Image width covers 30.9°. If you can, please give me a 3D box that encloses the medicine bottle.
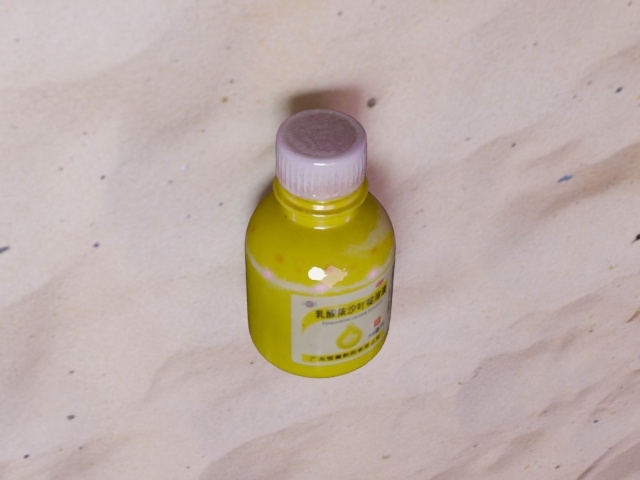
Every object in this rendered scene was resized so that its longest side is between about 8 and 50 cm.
[{"bbox_3d":[0.000,0.000,0.917,0.122,0.122,0.212,-12,135,-13],"label":"medicine bottle"}]
